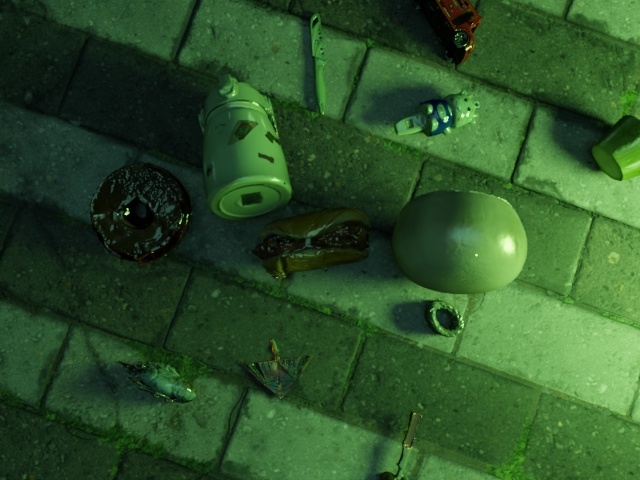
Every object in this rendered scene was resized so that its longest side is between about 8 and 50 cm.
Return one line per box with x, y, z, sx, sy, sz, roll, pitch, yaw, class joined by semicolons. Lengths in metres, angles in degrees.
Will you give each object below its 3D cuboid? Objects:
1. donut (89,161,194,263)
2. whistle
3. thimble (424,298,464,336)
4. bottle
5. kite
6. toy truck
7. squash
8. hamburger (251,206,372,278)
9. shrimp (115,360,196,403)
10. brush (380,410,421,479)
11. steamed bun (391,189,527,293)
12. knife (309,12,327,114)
-0.465;-0.071;1.326;0.269;0.103;0.270;0;86;1;donut
0.318;-0.337;1.366;0.244;0.092;0.110;-16;91;-4;whistle
0.326;0.205;1.342;0.084;0.062;0.110;-35;88;-4;thimble
-0.204;-0.242;1.285;0.228;0.229;0.352;-13;66;-2;bottle
-0.113;0.342;1.348;0.189;0.010;0.159;-5;84;-3;kite
0.353;-0.617;1.379;0.114;0.107;0.253;-31;87;-3;toy truck
0.819;-0.239;1.342;0.122;0.170;0.170;-34;87;9;squash
0.000;0.000;1.302;0.282;0.245;0.156;-1;77;-46;hamburger
-0.429;0.357;1.311;0.232;0.079;0.090;24;50;3;shrimp
0.207;0.593;1.311;0.084;0.071;0.301;16;85;-12;brush
0.332;0.022;1.227;0.323;0.324;0.207;6;73;-1;steamed bun
-0.002;-0.494;1.407;0.043;0.020;0.294;-6;85;0;knife
